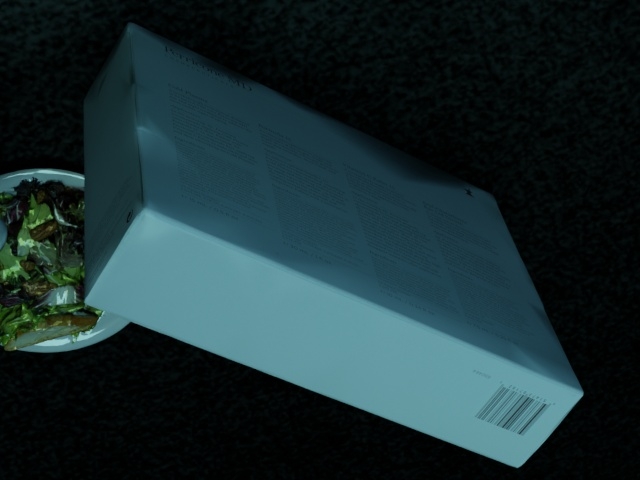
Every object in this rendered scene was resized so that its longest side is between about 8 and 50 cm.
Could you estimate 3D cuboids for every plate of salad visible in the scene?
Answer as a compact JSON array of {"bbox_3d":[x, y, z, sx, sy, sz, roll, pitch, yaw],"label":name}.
[{"bbox_3d":[-0.241,0.027,1.217,0.200,0.048,0.200,-4,125,-6],"label":"plate of salad"}]

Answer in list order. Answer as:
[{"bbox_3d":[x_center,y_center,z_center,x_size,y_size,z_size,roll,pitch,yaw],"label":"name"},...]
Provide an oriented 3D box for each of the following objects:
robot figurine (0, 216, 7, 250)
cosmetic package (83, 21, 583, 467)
[{"bbox_3d":[-0.400,-0.075,1.006,0.353,0.300,0.200,41,155,-17],"label":"robot figurine"},{"bbox_3d":[0.000,0.000,1.094,0.377,0.284,0.097,24,119,-23],"label":"cosmetic package"}]
